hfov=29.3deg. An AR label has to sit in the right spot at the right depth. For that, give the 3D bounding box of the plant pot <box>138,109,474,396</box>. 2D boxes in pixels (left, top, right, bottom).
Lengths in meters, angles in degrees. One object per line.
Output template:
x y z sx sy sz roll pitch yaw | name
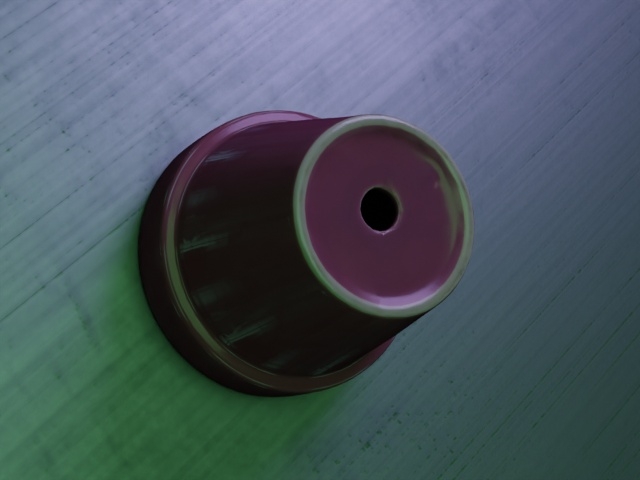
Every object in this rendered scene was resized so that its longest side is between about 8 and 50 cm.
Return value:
0.000 0.000 0.819 0.201 0.180 0.201 5 79 -27 | plant pot
